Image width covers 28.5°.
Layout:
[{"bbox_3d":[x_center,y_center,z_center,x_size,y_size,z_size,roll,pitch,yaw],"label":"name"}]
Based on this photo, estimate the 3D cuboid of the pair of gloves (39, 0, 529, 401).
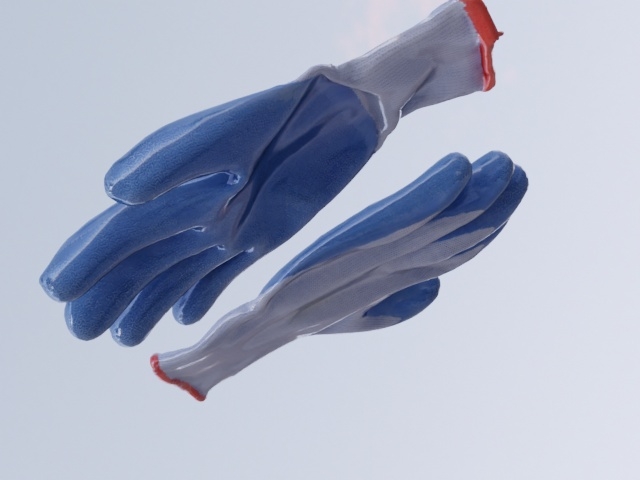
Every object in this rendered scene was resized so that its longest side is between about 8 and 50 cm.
[{"bbox_3d":[0.000,0.000,0.430,0.159,0.023,0.198,-32,-26,0],"label":"pair of gloves"}]
